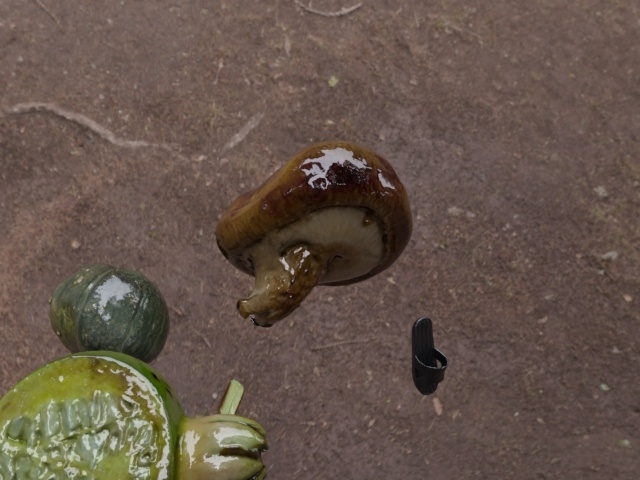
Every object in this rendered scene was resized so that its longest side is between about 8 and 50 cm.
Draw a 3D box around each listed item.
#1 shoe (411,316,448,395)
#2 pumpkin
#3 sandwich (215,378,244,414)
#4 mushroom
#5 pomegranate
[{"bbox_3d":[0.202,0.216,1.109,0.062,0.053,0.159,-21,108,-36],"label":"shoe"},{"bbox_3d":[-0.561,0.197,1.611,0.328,0.291,0.257,5,63,30],"label":"pumpkin"},{"bbox_3d":[-0.147,0.264,0.968,0.031,0.044,0.083,29,34,-5],"label":"sandwich"},{"bbox_3d":[0.000,0.000,1.056,0.346,0.345,0.259,3,57,-14],"label":"mushroom"},{"bbox_3d":[-0.184,0.195,0.581,0.241,0.159,0.189,-30,74,-8],"label":"pomegranate"}]
